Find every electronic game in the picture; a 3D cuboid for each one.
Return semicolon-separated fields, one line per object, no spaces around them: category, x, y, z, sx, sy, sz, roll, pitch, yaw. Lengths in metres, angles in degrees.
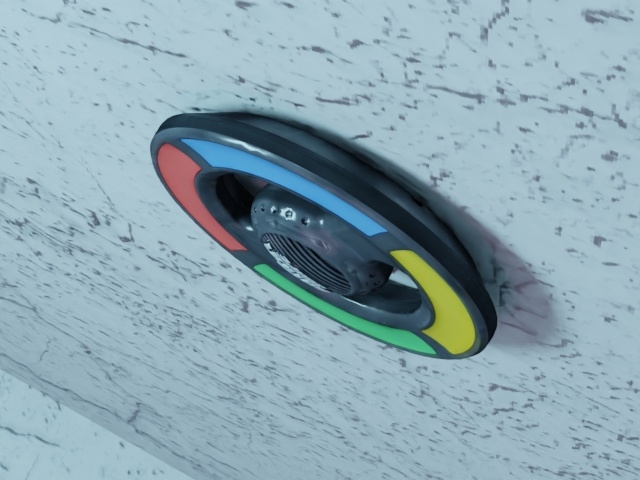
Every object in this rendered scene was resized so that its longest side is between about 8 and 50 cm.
electronic game;0.000;0.000;1.019;0.229;0.048;0.229;29;163;10
